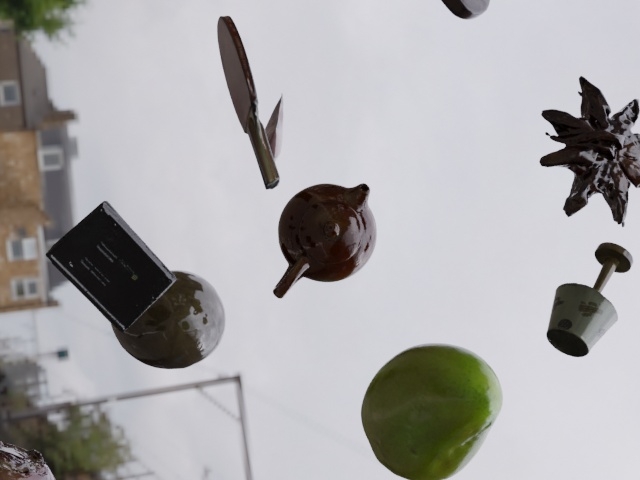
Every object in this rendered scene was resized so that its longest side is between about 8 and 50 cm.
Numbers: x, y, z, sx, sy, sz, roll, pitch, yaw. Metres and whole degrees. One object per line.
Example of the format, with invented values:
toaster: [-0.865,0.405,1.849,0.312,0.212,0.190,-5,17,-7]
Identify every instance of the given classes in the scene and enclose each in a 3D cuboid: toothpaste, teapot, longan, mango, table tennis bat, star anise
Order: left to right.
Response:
longan: [-0.282,0.150,2.381,0.197,0.220,0.196,1,-89,50]
table tennis bat: [-0.089,-0.167,1.523,0.130,0.019,0.220,114,-41,-72]
toothpaste: [-0.083,-0.188,2.240,0.194,0.043,0.067,113,-12,-68]
teapot: [0.000,0.000,2.237,0.178,0.252,0.135,39,-7,2]
mango: [0.160,0.241,1.846,0.185,0.149,0.273,42,-41,19]
star anise: [0.486,-0.157,2.122,0.102,0.272,0.271,151,-69,-66]

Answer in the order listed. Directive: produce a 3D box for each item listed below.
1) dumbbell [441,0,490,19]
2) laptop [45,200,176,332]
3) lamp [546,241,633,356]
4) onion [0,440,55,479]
dumbbell: [0.302,-0.482,2.154,0.225,0.124,0.140,-26,-65,42]
laptop: [-0.341,0.045,2.089,0.197,0.135,0.016,50,-8,-29]
lamp: [0.484,0.103,2.275,0.214,0.121,0.121,-57,-176,-27]
onion: [-0.442,0.365,1.495,0.232,0.314,0.314,58,-21,-4]
